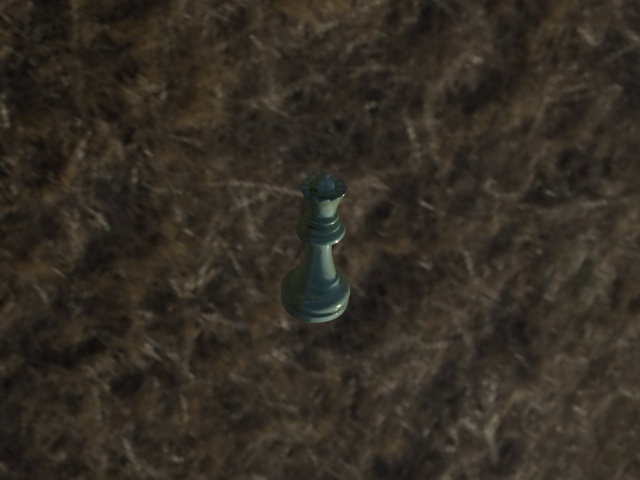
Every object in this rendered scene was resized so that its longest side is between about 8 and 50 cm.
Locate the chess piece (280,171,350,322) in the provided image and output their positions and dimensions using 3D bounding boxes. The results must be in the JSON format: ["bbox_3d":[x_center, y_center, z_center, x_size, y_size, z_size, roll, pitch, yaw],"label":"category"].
[{"bbox_3d":[0.000,0.000,0.838,0.042,0.042,0.093,-20,132,-33],"label":"chess piece"}]
